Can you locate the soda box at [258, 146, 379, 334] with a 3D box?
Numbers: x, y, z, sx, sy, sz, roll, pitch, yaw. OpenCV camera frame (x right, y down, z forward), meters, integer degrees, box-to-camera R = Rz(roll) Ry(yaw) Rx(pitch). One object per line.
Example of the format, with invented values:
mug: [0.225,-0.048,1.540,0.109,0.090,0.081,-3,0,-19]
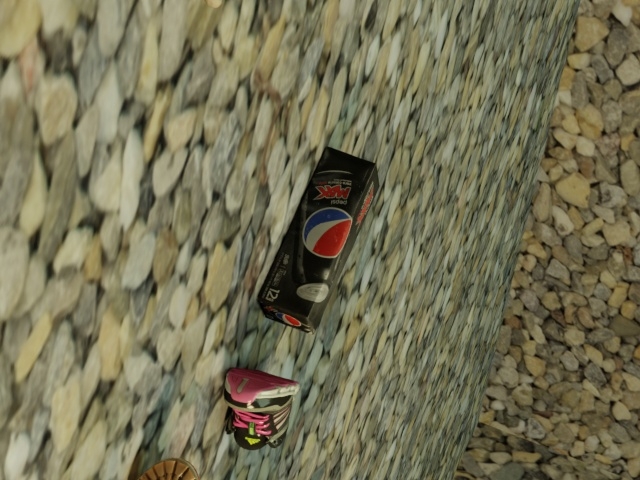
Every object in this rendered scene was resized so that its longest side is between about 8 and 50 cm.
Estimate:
soda box: [0.000,0.000,1.509,0.060,0.053,0.169,75,37,-69]

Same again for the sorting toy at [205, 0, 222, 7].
sorting toy: [-0.036,-0.270,0.975,0.193,0.038,0.208,75,37,-69]

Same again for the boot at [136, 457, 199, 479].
boot: [-0.132,0.231,1.321,0.158,0.059,0.084,-67,173,29]

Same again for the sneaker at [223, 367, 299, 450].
sneaker: [-0.058,0.162,1.492,0.170,0.063,0.075,40,65,-82]
